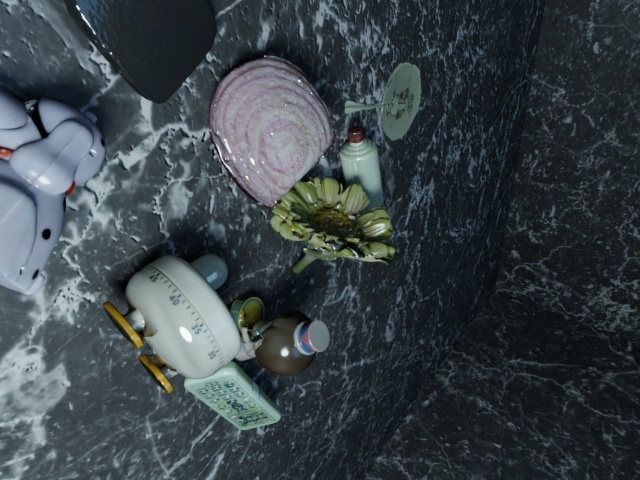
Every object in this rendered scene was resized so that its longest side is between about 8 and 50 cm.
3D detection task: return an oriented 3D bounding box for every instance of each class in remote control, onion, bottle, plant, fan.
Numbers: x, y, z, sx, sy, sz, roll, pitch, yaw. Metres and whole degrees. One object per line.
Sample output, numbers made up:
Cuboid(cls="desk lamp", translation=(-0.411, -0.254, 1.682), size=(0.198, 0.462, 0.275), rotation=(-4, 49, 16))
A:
Cuboid(cls="remote control", translation=(-0.209, 0.389, 1.077), size=(0.128, 0.065, 0.335), rotation=(-18, 137, 5))
Cuboid(cls="onion", translation=(-0.115, -0.226, 0.868), size=(0.250, 0.111, 0.247), rotation=(-46, 118, -12))
Cuboid(cls="bottle", translation=(0.111, -0.197, 1.177), size=(0.104, 0.104, 0.245), rotation=(-46, 140, -28))
Cuboid(cls="plant", translation=(0.005, -0.007, 1.019), size=(0.297, 0.306, 0.261), rotation=(-44, 178, 13))
Cuboid(cls="fan", translation=(0.198, -0.397, 1.259), size=(0.415, 0.012, 0.233), rotation=(-26, 128, -45))

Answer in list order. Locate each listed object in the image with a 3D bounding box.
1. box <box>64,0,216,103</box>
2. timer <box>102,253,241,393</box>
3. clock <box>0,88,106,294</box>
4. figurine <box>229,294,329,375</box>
Cuboid(cls="box", translation=(-0.258, -0.343, 0.653), size=(0.201, 0.042, 0.212), rotation=(-57, 145, -15))
Cuboid(cls="timer", translation=(-0.233, 0.126, 0.787), size=(0.240, 0.233, 0.233), rotation=(-38, 136, -31))
Cuboid(cls="clock", translation=(-0.379, -0.082, 0.545), size=(0.189, 0.189, 0.254), rotation=(53, 52, -51))
Cuboid(cls="figurine", translation=(-0.102, 0.218, 0.977), size=(0.161, 0.276, 0.158), rotation=(36, 64, -58))
